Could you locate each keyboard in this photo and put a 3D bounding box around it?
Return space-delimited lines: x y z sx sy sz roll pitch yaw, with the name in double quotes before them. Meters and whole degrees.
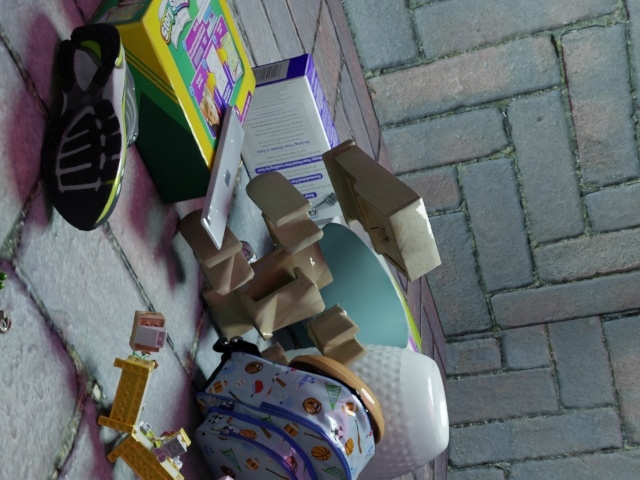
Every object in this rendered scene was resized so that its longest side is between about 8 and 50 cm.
"keyboard" -0.153 -0.105 1.557 0.072 0.014 0.256 72 20 -49

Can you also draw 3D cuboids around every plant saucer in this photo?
"plant saucer" 0.031 0.261 1.642 0.037 0.200 0.200 -45 134 -26

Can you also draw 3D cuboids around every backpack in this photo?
"backpack" -0.054 0.311 1.558 0.213 0.263 0.276 -65 145 -39

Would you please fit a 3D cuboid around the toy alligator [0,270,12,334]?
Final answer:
"toy alligator" -0.353 0.034 1.019 0.189 0.051 0.056 65 21 -45

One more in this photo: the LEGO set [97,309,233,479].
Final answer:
"LEGO set" -0.216 0.226 1.296 0.107 0.132 0.287 -69 141 -79

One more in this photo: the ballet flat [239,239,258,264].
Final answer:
"ballet flat" -0.123 0.097 1.838 0.221 0.077 0.079 62 41 -39

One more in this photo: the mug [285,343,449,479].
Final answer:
"mug" 0.080 0.342 1.908 0.374 0.328 0.276 41 41 -68

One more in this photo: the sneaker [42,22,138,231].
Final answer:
"sneaker" -0.286 -0.140 1.298 0.121 0.111 0.300 63 23 -58

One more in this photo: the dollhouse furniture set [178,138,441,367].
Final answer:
"dollhouse furniture set" -0.030 0.022 1.750 0.256 0.394 0.362 46 -18 51

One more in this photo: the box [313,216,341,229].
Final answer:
"box" 0.000 0.000 2.287 0.087 0.101 0.102 -65 141 -65

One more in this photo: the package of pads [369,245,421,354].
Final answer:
"package of pads" 0.150 0.179 2.321 0.229 0.101 0.296 -77 144 -73

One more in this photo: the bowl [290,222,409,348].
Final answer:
"bowl" 0.027 0.135 2.040 0.311 0.163 0.311 50 -22 28

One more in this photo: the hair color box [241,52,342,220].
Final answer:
"hair color box" -0.062 -0.198 2.017 0.110 0.185 0.338 -82 157 -54

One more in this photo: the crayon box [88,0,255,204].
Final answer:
"crayon box" -0.229 -0.294 1.609 0.363 0.106 0.313 -80 154 -51
